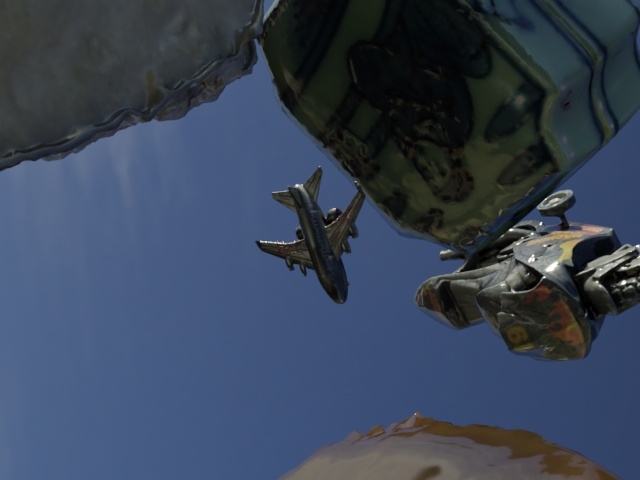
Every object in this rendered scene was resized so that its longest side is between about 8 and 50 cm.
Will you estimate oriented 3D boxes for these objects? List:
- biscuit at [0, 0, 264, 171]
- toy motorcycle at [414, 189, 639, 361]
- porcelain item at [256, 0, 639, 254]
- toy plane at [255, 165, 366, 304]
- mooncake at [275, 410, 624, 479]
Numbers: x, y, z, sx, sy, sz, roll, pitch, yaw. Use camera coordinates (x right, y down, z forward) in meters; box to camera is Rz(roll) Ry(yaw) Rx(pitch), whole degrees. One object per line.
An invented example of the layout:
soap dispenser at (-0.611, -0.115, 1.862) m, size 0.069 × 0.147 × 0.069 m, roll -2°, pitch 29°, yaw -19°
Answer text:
biscuit at (-0.088, -0.127, 0.597) m, size 0.040 × 0.188 × 0.265 m, roll -15°, pitch -132°, yaw 45°
toy motorcycle at (0.212, 0.042, 1.408) m, size 0.108 × 0.173 × 0.307 m, roll 60°, pitch -19°, yaw -16°
porcelain item at (0.100, -0.147, 1.202) m, size 0.286 × 0.157 × 0.281 m, roll 48°, pitch -32°, yaw 2°
toy plane at (0.000, 0.000, 0.887) m, size 0.079 × 0.031 × 0.083 m, roll -29°, pitch -102°, yaw 25°
mooncake at (0.024, 0.234, 0.586) m, size 0.187 × 0.324 × 0.324 m, roll 52°, pitch -33°, yaw -15°
